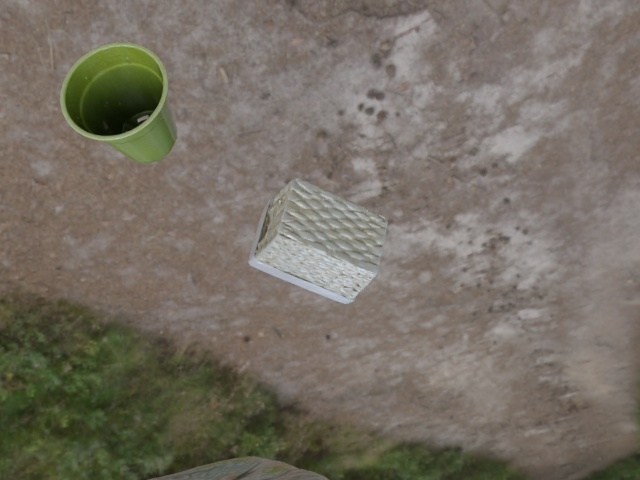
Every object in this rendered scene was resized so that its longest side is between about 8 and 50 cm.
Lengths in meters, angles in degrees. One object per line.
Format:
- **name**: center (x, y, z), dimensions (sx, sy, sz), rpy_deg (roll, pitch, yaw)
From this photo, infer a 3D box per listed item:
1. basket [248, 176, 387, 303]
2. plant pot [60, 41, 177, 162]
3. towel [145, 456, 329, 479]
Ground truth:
- **basket**: center (0.000, 0.000, 0.923), dimensions (0.167, 0.113, 0.103), rpy_deg (22, 150, -14)
- **plant pot**: center (-0.150, -0.101, 0.525), dimensions (0.083, 0.083, 0.079), rpy_deg (-14, 161, 2)
- **towel**: center (-0.165, 0.315, 0.710), dimensions (0.320, 0.090, 0.374), rpy_deg (-11, 170, -19)
